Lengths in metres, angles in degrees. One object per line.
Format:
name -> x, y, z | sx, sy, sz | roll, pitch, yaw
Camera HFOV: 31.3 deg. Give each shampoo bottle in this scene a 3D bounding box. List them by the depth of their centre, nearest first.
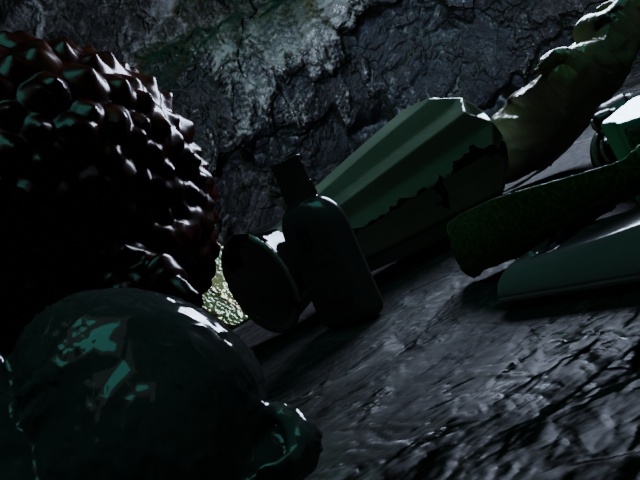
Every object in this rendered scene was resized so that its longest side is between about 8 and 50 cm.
shampoo bottle -> 0.000, 0.000, 1.065 | 0.040, 0.165, 0.080 | -29, 8, -39

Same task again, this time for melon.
melon -> 0.202, -0.021, 0.928 | 0.114, 0.053, 0.262 | 3, -16, -25

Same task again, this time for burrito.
burrito -> 0.286, -0.168, 1.384 | 0.175, 0.107, 0.347 | -29, -12, -24

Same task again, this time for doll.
doll -> -0.183, 0.137, 0.598 | 0.340, 0.158, 0.246 | -27, 40, -14
doll -> 0.292, -0.091, 1.086 | 0.067, 0.091, 0.219 | -29, 4, 18

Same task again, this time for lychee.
lychee -> -0.296, -0.005, 1.165 | 0.500, 0.424, 0.425 | 7, 25, 38

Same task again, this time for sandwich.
sandwich -> -0.154, 0.109, 1.470 | 0.117, 0.144, 0.187 | -29, -28, -44

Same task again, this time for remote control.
remote control -> 0.249, -0.016, 0.760 | 0.109, 0.055, 0.313 | -28, 6, -35

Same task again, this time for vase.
vase -> 0.059, -0.032, 1.271 | 0.360, 0.165, 0.165 | -34, 10, -36

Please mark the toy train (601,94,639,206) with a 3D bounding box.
toy train -> 0.331, -0.096, 0.897 | 0.163, 0.112, 0.203 | -36, 10, -39
